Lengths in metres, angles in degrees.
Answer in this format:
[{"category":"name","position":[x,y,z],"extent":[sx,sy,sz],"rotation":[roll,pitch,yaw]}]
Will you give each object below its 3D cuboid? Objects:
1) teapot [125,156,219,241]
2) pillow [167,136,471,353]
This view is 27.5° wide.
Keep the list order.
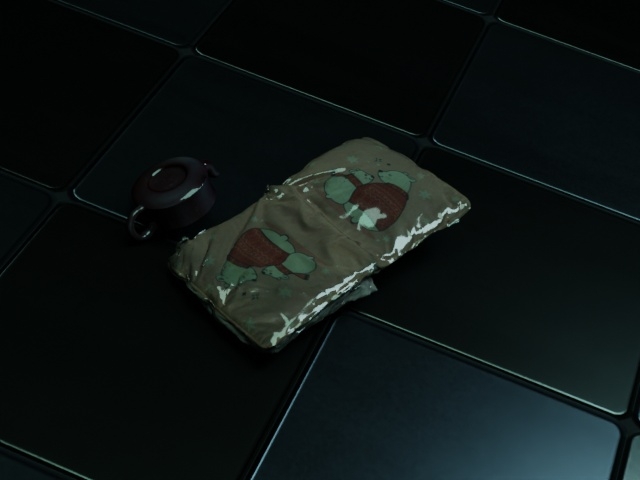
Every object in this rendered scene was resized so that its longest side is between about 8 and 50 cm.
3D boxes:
[{"category":"teapot","position":[-0.122,-0.033,1.088],"extent":[0.068,0.045,0.100],"rotation":[21,56,42]},{"category":"pillow","position":[0.000,0.000,1.083],"extent":[0.135,0.049,0.248],"rotation":[37,51,25]}]
